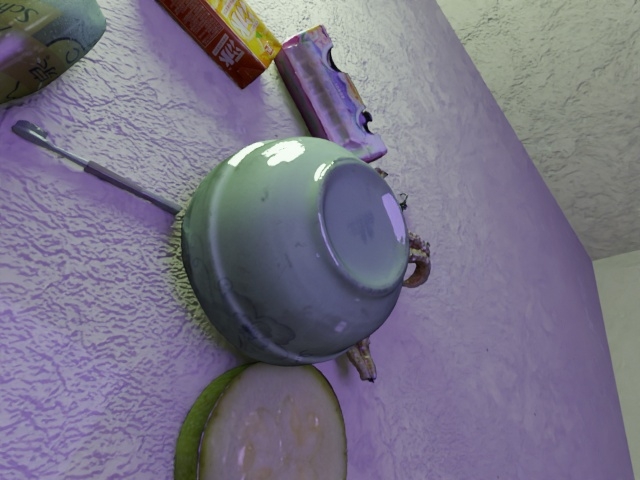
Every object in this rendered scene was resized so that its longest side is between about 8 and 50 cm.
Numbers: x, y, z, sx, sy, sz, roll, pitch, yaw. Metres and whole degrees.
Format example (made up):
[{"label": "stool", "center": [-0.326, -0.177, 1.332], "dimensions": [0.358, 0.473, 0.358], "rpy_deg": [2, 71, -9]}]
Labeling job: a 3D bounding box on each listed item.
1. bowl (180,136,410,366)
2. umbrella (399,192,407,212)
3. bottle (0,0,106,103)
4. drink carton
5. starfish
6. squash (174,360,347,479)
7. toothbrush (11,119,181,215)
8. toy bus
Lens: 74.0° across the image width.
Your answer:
[{"label": "bowl", "center": [0.000, 0.000, 0.550], "dimensions": [0.307, 0.163, 0.307], "rpy_deg": [19, 62, -39]}, {"label": "umbrella", "center": [0.188, -0.062, 0.992], "dimensions": [0.022, 0.022, 0.148], "rpy_deg": [15, 50, 5]}, {"label": "bottle", "center": [-0.317, -0.176, 0.417], "dimensions": [0.083, 0.083, 0.269], "rpy_deg": [43, 45, -27]}, {"label": "drink carton", "center": [-0.171, -0.367, 0.688], "dimensions": [0.223, 0.071, 0.096], "rpy_deg": [43, 44, -28]}, {"label": "starfish", "center": [0.047, 0.044, 0.730], "dimensions": [0.432, 0.082, 0.324], "rpy_deg": [-37, 104, -46]}, {"label": "squash", "center": [-0.057, 0.275, 0.532], "dimensions": [0.252, 0.049, 0.252], "rpy_deg": [25, 55, -43]}, {"label": "toothbrush", "center": [-0.253, -0.080, 0.499], "dimensions": [0.194, 0.014, 0.017], "rpy_deg": [33, 49, -35]}, {"label": "toy bus", "center": [0.018, -0.264, 0.825], "dimensions": [0.112, 0.090, 0.274], "rpy_deg": [-30, 94, -21]}]
